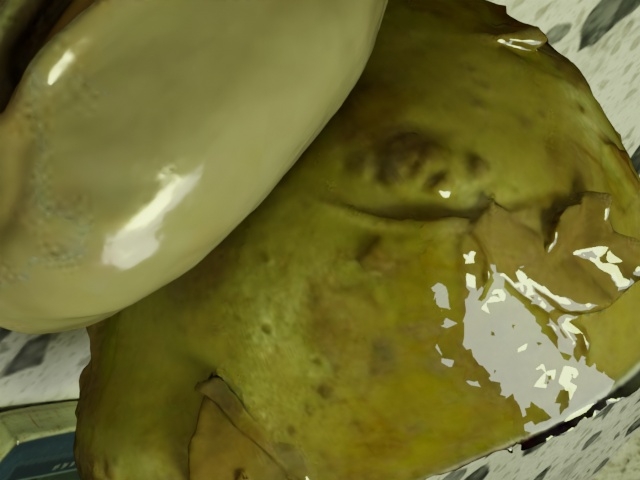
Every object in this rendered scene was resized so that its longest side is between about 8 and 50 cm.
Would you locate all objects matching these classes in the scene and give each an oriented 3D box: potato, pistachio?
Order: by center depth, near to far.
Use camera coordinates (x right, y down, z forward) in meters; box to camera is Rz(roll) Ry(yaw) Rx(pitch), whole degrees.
[{"bbox_3d":[-0.063,-0.059,0.672,0.223,0.126,0.152,-50,147,-17],"label":"pistachio"},{"bbox_3d":[0.000,0.000,0.835,0.300,0.196,0.246,-26,-163,11],"label":"potato"}]

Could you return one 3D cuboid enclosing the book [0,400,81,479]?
[{"bbox_3d":[-0.197,0.196,1.036,0.269,0.025,0.191,-52,158,17],"label":"book"}]
